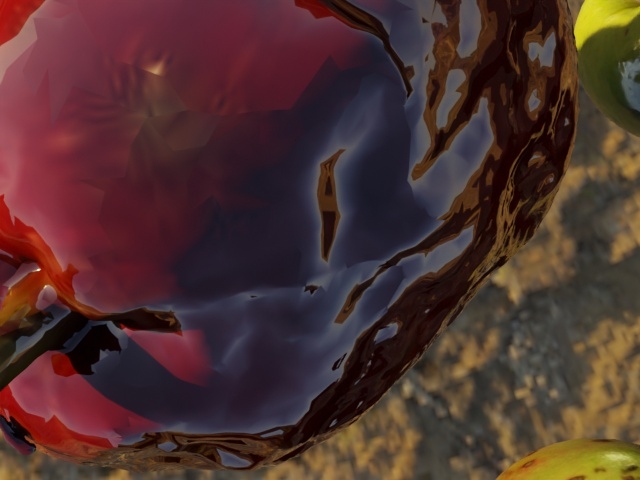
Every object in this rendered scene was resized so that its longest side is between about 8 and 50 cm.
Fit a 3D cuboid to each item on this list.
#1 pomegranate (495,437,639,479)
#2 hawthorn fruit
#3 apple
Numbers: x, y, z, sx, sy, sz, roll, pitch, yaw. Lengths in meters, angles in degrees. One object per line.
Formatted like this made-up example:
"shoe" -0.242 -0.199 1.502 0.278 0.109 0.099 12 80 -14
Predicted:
"pomegranate" 0.158 0.165 0.849 0.205 0.159 0.159 -12 123 -3
"hawthorn fruit" -0.052 -0.023 0.547 0.210 0.266 0.230 34 140 11
"apple" 0.306 -0.167 1.480 0.157 0.196 0.196 34 112 -20
